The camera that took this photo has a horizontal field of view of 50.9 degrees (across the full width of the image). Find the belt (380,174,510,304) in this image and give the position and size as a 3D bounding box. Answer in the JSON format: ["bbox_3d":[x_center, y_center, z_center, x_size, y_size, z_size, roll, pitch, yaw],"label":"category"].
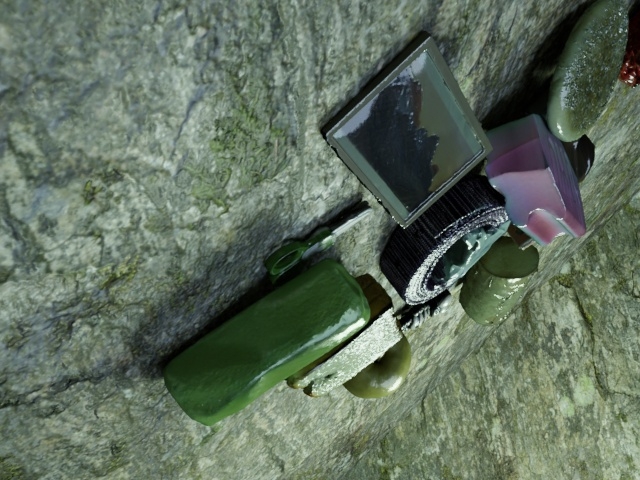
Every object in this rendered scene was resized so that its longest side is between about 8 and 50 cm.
[{"bbox_3d":[0.256,0.006,1.377,0.260,0.122,0.325,-21,150,-31],"label":"belt"}]

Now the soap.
[{"bbox_3d":[0.410,-0.120,1.285,0.109,0.193,0.323,-15,160,30],"label":"soap"}]

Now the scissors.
[{"bbox_3d":[0.000,0.000,1.082,0.204,0.027,0.101,-34,160,-16],"label":"scissors"}]

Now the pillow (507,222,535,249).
[{"bbox_3d":[0.472,-0.059,1.528,0.126,0.043,0.232,-37,-161,15],"label":"pillow"}]

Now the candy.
[{"bbox_3d":[-0.081,0.164,1.088,0.343,0.132,0.142,-33,173,-4],"label":"candy"}]

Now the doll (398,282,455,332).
[{"bbox_3d":[0.283,0.178,1.777,0.219,0.067,0.091,-33,151,-23],"label":"doll"}]

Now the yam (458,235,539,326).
[{"bbox_3d":[0.483,0.108,1.846,0.168,0.168,0.304,-33,154,-20],"label":"yam"}]

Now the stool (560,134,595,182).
[{"bbox_3d":[0.533,-0.210,1.451,0.121,0.125,0.217,-43,145,-47],"label":"stool"}]

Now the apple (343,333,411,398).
[{"bbox_3d":[0.112,0.266,1.521,0.200,0.200,0.200,-34,155,-18],"label":"apple"}]

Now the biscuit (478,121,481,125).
[{"bbox_3d":[0.228,-0.152,1.184,0.152,0.020,0.152,-34,155,-18],"label":"biscuit"}]

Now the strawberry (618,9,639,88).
[{"bbox_3d":[0.665,-0.385,1.294,0.184,0.187,0.202,-15,122,-6],"label":"strawberry"}]

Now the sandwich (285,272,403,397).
[{"bbox_3d":[0.038,0.197,1.296,0.249,0.095,0.273,-39,159,-2],"label":"sandwich"}]

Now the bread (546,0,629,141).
[{"bbox_3d":[0.484,-0.299,1.202,0.267,0.040,0.267,-32,136,-37],"label":"bread"}]

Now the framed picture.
[{"bbox_3d":[0.133,-0.141,0.960,0.192,0.018,0.265,-43,139,5],"label":"framed picture"}]

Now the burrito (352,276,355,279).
[{"bbox_3d":[0.006,0.087,1.218,0.188,0.045,0.058,-2,125,-53],"label":"burrito"}]

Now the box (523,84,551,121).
[{"bbox_3d":[0.476,-0.285,1.322,0.177,0.036,0.115,-43,156,1],"label":"box"}]
